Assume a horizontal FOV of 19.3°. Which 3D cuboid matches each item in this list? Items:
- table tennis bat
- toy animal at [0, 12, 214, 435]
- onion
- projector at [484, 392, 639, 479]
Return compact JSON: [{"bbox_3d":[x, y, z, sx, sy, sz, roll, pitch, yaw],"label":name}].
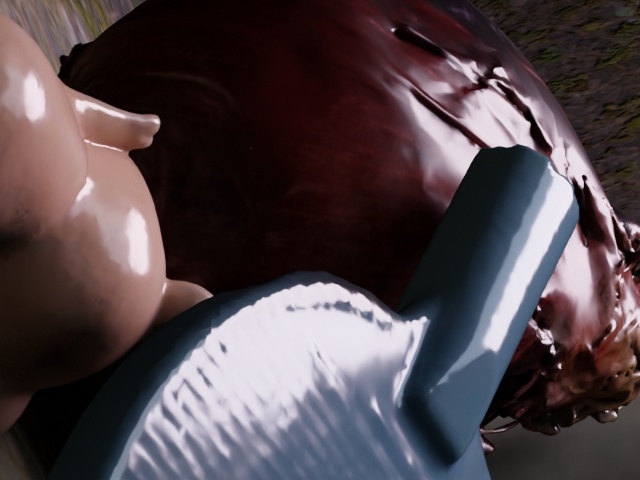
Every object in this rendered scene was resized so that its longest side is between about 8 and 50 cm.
[{"bbox_3d":[0.009,0.095,0.537,0.215,0.044,0.329,57,42,-31],"label":"table tennis bat"},{"bbox_3d":[-0.095,-0.009,0.531,0.150,0.083,0.089,55,23,-37],"label":"toy animal"},{"bbox_3d":[-0.020,-0.005,0.763,0.281,0.281,0.221,55,48,-85],"label":"onion"},{"bbox_3d":[0.098,0.120,0.809,0.108,0.337,0.108,-17,90,-89],"label":"projector"}]
